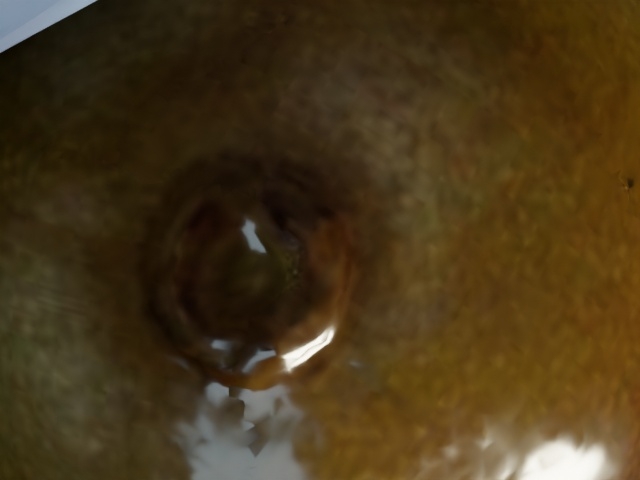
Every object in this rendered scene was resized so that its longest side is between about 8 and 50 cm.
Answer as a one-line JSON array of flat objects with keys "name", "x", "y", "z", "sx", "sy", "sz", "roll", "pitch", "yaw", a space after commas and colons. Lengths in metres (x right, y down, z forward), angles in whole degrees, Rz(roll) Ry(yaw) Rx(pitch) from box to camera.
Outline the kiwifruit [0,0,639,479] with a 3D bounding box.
[{"name": "kiwifruit", "x": 0.000, "y": 0.000, "z": 0.431, "sx": 0.196, "sy": 0.196, "sz": 0.234, "roll": -3, "pitch": -174, "yaw": 9}]

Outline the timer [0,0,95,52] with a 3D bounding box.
[{"name": "timer", "x": -0.200, "y": -0.155, "z": 0.272, "sx": 0.395, "sy": 0.173, "sz": 0.395, "roll": -5, "pitch": 137, "yaw": -5}]
